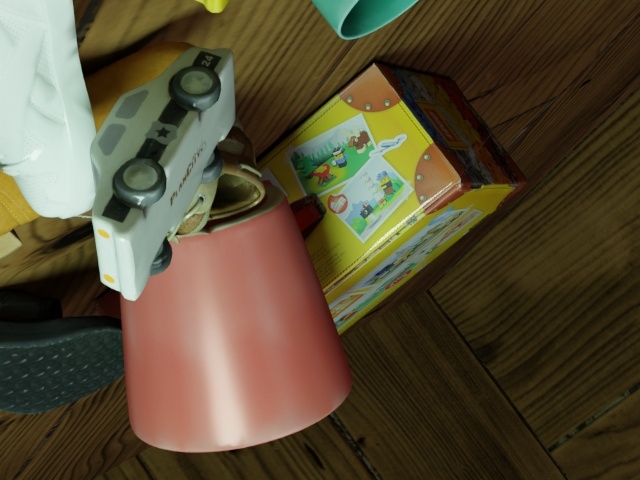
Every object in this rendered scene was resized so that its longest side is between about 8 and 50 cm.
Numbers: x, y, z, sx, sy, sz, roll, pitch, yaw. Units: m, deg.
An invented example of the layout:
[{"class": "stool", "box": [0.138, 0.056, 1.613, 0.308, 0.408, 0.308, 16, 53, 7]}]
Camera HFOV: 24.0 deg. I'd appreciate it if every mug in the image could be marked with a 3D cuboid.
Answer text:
[{"class": "mug", "box": [0.050, -0.268, 1.346, 0.158, 0.097, 0.129, -41, 167, 20]}]

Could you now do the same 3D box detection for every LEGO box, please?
[{"class": "LEGO box", "box": [0.000, 0.000, 2.049, 0.500, 0.193, 0.372, -40, 169, 17]}]

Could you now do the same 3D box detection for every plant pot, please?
[{"class": "plant pot", "box": [-0.115, 0.075, 1.726, 0.275, 0.243, 0.275, -10, -162, 3]}]

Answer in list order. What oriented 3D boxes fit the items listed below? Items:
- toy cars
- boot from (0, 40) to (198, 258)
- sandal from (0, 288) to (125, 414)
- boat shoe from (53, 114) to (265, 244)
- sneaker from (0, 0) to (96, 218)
[{"class": "toy cars", "box": [-0.099, -0.156, 1.065, 0.176, 0.087, 0.394, -11, 118, -78]}, {"class": "boot", "box": [-0.223, -0.094, 1.241, 0.295, 0.104, 0.211, -39, 164, -5]}, {"class": "sandal", "box": [-0.367, 0.111, 1.699, 0.167, 0.107, 0.446, -39, 156, 21]}, {"class": "boat shoe", "box": [-0.154, -0.063, 1.514, 0.122, 0.120, 0.324, -43, 167, 30]}, {"class": "sneaker", "box": [-0.253, -0.098, 1.042, 0.169, 0.108, 0.292, -29, 145, -21]}]
